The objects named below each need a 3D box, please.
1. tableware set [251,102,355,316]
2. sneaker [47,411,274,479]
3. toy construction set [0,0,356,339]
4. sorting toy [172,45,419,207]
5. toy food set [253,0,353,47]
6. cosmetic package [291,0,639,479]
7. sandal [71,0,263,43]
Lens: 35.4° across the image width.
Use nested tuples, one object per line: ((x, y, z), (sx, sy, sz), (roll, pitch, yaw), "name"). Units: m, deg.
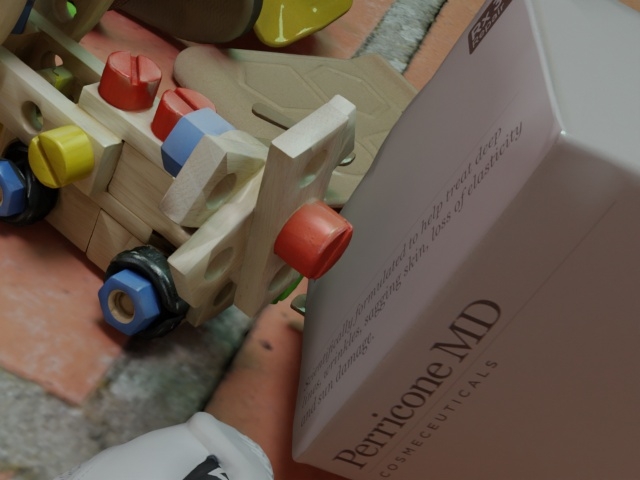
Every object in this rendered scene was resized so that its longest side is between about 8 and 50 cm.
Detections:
((0.000, 0.000, 0.629), (0.194, 0.039, 0.128), (30, 54, 14), "tableware set")
((-0.162, 0.111, 0.250), (0.210, 0.137, 0.366), (32, 28, 10), "sneaker")
((-0.095, -0.075, 0.502), (0.151, 0.215, 0.328), (-11, 49, -44), "toy construction set")
((0.012, -0.085, 0.784), (0.208, 0.038, 0.193), (-9, 46, -39), "sorting toy")
((-0.042, -0.219, 0.904), (0.128, 0.071, 0.218), (38, 35, 4), "toy food set")
((0.202, 0.056, 0.490), (0.384, 0.217, 0.156), (21, 38, -15), "cosmetic package")
((-0.184, -0.222, 0.771), (0.302, 0.120, 0.086), (23, 46, 10), "sandal")
